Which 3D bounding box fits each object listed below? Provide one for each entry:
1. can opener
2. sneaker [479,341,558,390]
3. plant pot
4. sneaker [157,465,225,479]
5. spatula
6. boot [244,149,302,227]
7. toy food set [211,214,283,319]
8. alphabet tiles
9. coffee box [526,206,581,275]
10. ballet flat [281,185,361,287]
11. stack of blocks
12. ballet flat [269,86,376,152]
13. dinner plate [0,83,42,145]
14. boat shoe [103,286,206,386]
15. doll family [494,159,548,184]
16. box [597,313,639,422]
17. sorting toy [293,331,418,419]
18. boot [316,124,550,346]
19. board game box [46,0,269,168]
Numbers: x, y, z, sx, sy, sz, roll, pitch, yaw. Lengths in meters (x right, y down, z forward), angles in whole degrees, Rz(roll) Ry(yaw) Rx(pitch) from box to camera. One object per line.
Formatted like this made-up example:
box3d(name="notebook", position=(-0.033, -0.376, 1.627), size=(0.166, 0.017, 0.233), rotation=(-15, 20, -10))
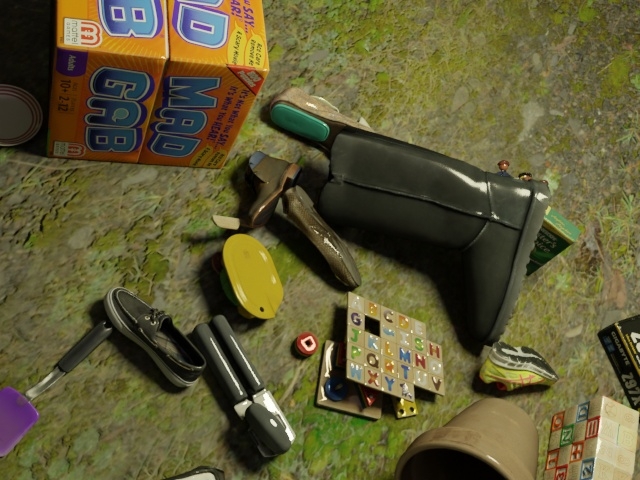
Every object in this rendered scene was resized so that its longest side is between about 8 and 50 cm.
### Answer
box3d(name="can opener", position=(-0.133, 0.259, 1.464), size=(0.076, 0.095, 0.283), rotation=(-25, 77, -30))
box3d(name="sneaker", position=(0.410, 0.275, 1.688), size=(0.208, 0.094, 0.081), rotation=(20, 23, -31))
box3d(name="plant pot", position=(0.298, 0.413, 1.492), size=(0.263, 0.263, 0.229), rotation=(44, 41, 3))
box3d(name="sneaker", position=(-0.135, 0.510, 1.299), size=(0.447, 0.169, 0.258), rotation=(20, 62, -9))
box3d(name="spatula", position=(-0.462, 0.235, 1.386), size=(0.084, 0.030, 0.296), rotation=(41, 58, 4))
box3d(name="boot", position=(-0.127, -0.108, 1.650), size=(0.106, 0.082, 0.219), rotation=(28, 38, 6))
box3d(name="toy food set", position=(-0.155, 0.063, 1.576), size=(0.128, 0.071, 0.218), rotation=(-2, 66, -48))
box3d(name="alphabet tiles", position=(0.150, 0.223, 1.601), size=(0.237, 0.009, 0.198), rotation=(24, 46, -23))
box3d(name="coffee box", position=(0.472, -0.003, 1.776), size=(0.113, 0.184, 0.040), rotation=(39, 57, 0))
box3d(name="ballet flat", position=(0.000, 0.000, 1.646), size=(0.250, 0.058, 0.084), rotation=(53, 15, -14))
box3d(name="stack of blocks", position=(0.516, 0.472, 1.571), size=(0.087, 0.171, 0.297), rotation=(25, 60, -9))
box3d(name="ballet flat", position=(0.042, -0.247, 1.779), size=(0.316, 0.107, 0.106), rotation=(31, 45, -5))
box3d(name="dinner plate", position=(-0.614, -0.241, 1.566), size=(0.141, 0.017, 0.141), rotation=(9, 63, -18))
box3d(name="boat shoe", position=(-0.292, 0.162, 1.448), size=(0.228, 0.076, 0.080), rotation=(50, 35, 5))
box3d(name="doll family", position=(0.467, -0.120, 1.876), size=(0.193, 0.076, 0.111), rotation=(17, 77, -48))
box3d(name="box", position=(0.806, 0.311, 1.819), size=(0.257, 0.079, 0.322), rotation=(-12, 71, -24))
box3d(name="sorting toy", position=(0.076, 0.269, 1.571), size=(0.274, 0.046, 0.132), rotation=(17, 61, -14))
box3d(name="boot", position=(0.203, -0.008, 1.675), size=(0.445, 0.146, 0.367), rotation=(15, 98, -1))
box3d(name="board game box", position=(-0.331, -0.388, 1.548), size=(0.356, 0.356, 0.356), rotation=(2, 65, -20))
